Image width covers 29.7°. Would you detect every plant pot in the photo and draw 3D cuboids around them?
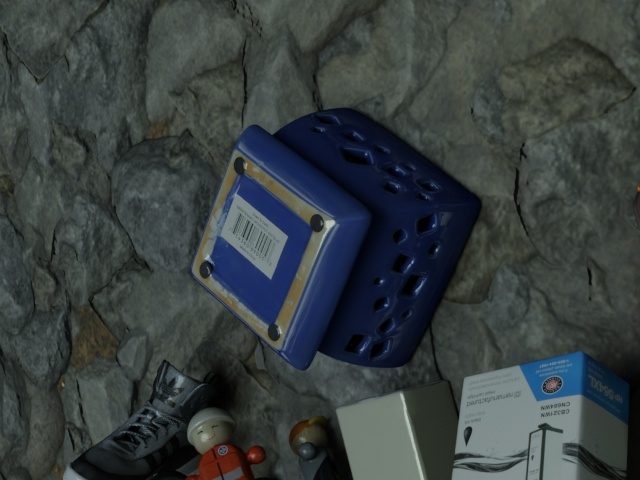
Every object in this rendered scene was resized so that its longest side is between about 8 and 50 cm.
[{"bbox_3d":[0.000,0.000,1.365,0.236,0.212,0.236,39,119,33],"label":"plant pot"}]

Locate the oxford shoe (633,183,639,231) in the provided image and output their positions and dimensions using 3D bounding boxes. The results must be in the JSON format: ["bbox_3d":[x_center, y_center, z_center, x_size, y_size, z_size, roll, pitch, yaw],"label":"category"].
[{"bbox_3d":[0.336,-0.065,1.134,0.098,0.097,0.271,1,94,48],"label":"oxford shoe"}]

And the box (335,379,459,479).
[{"bbox_3d":[0.114,0.305,1.361,0.113,0.094,0.275,-20,79,41],"label":"box"}]

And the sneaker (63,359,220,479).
[{"bbox_3d":[-0.222,0.239,1.554,0.101,0.268,0.153,27,106,23],"label":"sneaker"}]

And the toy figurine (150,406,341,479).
[{"bbox_3d":[-0.090,0.308,1.474,0.213,0.210,0.148,-60,40,35],"label":"toy figurine"}]

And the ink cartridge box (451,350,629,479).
[{"bbox_3d":[0.205,0.224,1.140,0.148,0.086,0.203,-20,47,40],"label":"ink cartridge box"}]
